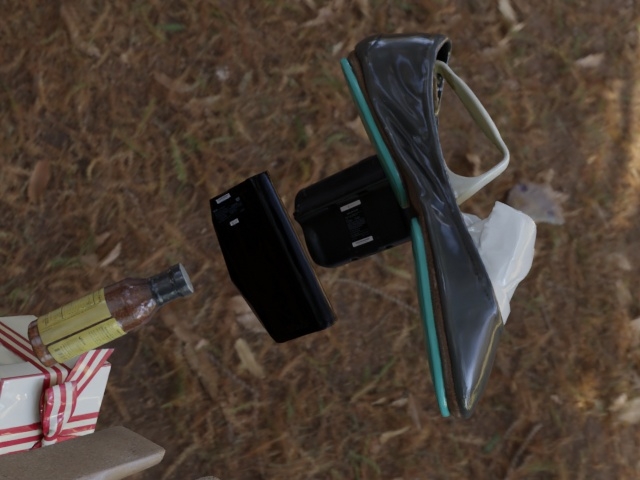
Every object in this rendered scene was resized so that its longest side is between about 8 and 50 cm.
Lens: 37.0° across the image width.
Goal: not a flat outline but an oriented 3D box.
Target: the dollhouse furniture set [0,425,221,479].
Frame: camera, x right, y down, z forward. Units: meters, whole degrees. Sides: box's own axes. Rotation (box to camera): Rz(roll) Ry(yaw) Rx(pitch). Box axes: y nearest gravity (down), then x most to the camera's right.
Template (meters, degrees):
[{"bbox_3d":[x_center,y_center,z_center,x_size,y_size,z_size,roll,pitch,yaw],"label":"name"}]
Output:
[{"bbox_3d":[-0.122,0.222,0.494,0.135,0.259,0.262,-8,106,-45],"label":"dollhouse furniture set"}]

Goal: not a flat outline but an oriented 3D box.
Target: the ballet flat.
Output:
[{"bbox_3d":[0.091,-0.024,0.655,0.096,0.095,0.281,-16,76,4],"label":"ballet flat"}]

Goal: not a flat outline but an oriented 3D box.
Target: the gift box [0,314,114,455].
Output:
[{"bbox_3d":[-0.502,0.268,1.608,0.276,0.258,0.255,-7,117,-51],"label":"gift box"}]

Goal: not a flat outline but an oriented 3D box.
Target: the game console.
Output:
[{"bbox_3d":[0.000,0.000,1.161,0.044,0.361,0.213,-27,94,-42],"label":"game console"}]

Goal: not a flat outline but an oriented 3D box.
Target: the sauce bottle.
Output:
[{"bbox_3d":[-0.161,0.056,0.741,0.128,0.042,0.042,-23,84,-1],"label":"sauce bottle"}]
